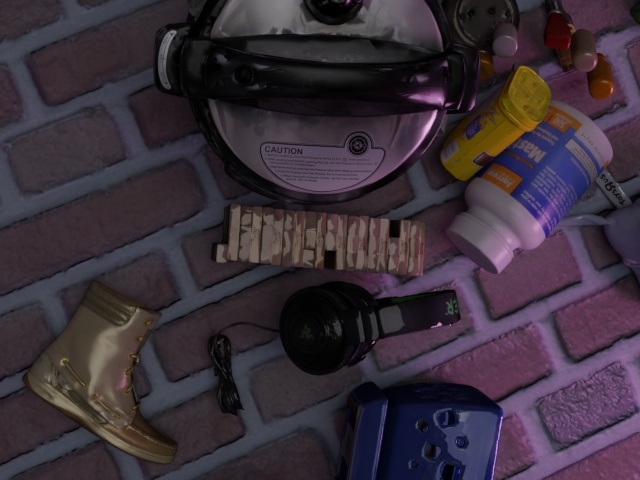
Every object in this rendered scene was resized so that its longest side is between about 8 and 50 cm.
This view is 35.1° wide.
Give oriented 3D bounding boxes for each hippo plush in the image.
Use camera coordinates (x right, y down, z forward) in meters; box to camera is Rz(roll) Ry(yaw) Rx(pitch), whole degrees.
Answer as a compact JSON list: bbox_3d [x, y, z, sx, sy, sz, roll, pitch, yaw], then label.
[{"bbox_3d":[0.597,-0.019,1.637,0.294,0.236,0.234,42,84,-8],"label":"hippo plush"}]

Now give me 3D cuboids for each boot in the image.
[{"bbox_3d":[-0.293,0.203,1.553,0.262,0.095,0.203,34,84,-5],"label":"boot"}]

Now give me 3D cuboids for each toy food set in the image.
[{"bbox_3d":[0.358,-0.304,1.628,0.232,0.104,0.111,6,129,5],"label":"toy food set"}]

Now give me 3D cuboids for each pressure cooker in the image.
[{"bbox_3d":[-0.016,-0.245,1.403,0.370,0.420,0.375,-40,108,2],"label":"pressure cooker"}]

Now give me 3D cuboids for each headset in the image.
[{"bbox_3d":[0.020,0.157,1.545,0.394,0.243,0.185,-9,88,11],"label":"headset"}]

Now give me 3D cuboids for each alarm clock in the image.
[{"bbox_3d":[0.264,-0.345,1.664,0.129,0.064,0.192,-8,95,-10],"label":"alarm clock"}]

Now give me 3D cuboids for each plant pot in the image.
[{"bbox_3d":[0.140,0.339,1.568,0.212,0.236,0.236,9,89,-3],"label":"plant pot"}]

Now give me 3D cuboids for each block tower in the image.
[{"bbox_3d":[0.000,0.000,1.603,0.336,0.091,0.097,3,89,-11],"label":"block tower"}]

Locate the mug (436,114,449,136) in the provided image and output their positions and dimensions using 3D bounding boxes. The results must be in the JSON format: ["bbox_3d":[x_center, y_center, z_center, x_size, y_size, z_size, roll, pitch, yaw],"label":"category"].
[{"bbox_3d":[0.178,-0.215,1.650,0.078,0.062,0.064,27,78,-16],"label":"mug"}]

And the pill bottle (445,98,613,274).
[{"bbox_3d":[0.330,-0.082,1.630,0.152,0.152,0.272,43,83,-8],"label":"pill bottle"}]

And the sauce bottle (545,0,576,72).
[{"bbox_3d":[0.408,-0.348,1.699,0.042,0.042,0.128,-22,93,-9],"label":"sauce bottle"}]

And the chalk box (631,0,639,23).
[{"bbox_3d":[0.658,-0.398,1.676,0.180,0.179,0.289,-44,97,-6],"label":"chalk box"}]

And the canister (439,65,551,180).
[{"bbox_3d":[0.273,-0.182,1.595,0.073,0.170,0.126,40,42,-9],"label":"canister"}]
